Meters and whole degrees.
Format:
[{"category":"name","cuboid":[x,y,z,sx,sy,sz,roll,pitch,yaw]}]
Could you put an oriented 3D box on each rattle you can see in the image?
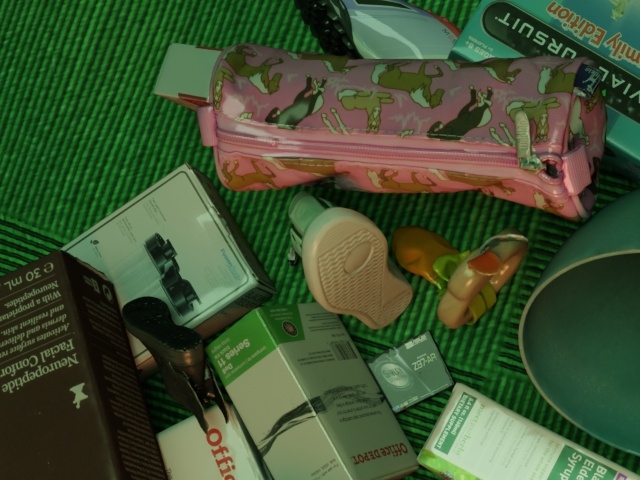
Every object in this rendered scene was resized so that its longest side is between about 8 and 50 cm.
[{"category":"rattle","cuboid":[0.137,0.003,1.391,0.130,0.199,0.143,-33,73,6]}]

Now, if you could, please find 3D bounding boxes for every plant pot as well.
[{"category":"plant pot","cuboid":[0.357,0.052,1.313,0.290,0.290,0.195,12,46,16]}]

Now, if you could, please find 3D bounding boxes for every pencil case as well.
[{"category":"pencil case","cuboid":[0.080,-0.109,1.322,0.386,0.167,0.160,6,70,19]}]

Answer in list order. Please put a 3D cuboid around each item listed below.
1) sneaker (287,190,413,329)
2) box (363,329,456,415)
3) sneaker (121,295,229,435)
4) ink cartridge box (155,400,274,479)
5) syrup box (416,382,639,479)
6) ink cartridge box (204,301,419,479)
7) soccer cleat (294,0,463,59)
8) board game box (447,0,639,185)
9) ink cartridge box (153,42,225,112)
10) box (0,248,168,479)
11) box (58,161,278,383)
[{"category":"sneaker","cuboid":[0.000,0.000,1.402,0.094,0.256,0.151,-45,65,-2]},{"category":"box","cuboid":[0.095,0.145,1.469,0.083,0.018,0.067,-27,74,8]},{"category":"sneaker","cuboid":[-0.153,0.127,1.419,0.051,0.089,0.170,-25,31,-25]},{"category":"ink cartridge box","cuboid":[-0.163,0.323,1.448,0.278,0.117,0.201,-28,72,8]},{"category":"syrup box","cuboid":[0.226,0.243,1.373,0.237,0.096,0.093,27,82,19]},{"category":"ink cartridge box","cuboid":[-0.006,0.174,1.413,0.087,0.153,0.208,-38,71,25]},{"category":"soccer cleat","cuboid":[0.089,-0.222,1.510,0.116,0.108,0.318,-39,72,-13]},{"category":"board game box","cuboid":[0.324,-0.262,1.414,0.253,0.079,0.336,31,82,4]},{"category":"ink cartridge box","cuboid":[-0.087,-0.159,1.492,0.109,0.150,0.063,15,84,50]},{"category":"box","cuboid":[-0.271,0.224,1.369,0.191,0.143,0.381,-24,68,9]},{"category":"box","cuboid":[-0.213,0.065,1.529,0.290,0.087,0.169,-35,73,6]}]
